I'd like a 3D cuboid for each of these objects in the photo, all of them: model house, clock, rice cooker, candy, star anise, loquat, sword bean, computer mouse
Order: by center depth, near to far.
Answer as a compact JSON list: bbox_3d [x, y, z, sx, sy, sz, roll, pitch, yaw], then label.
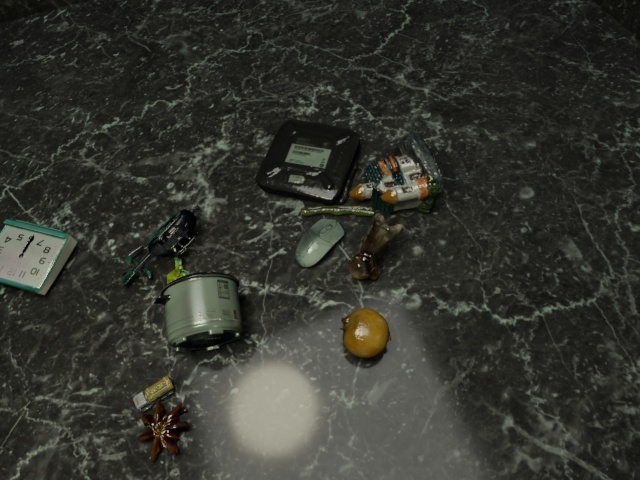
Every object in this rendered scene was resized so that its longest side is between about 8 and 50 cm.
[{"bbox_3d":[-0.458,0.549,1.212,0.167,0.057,0.168,-1,60,2],"label":"star anise"},{"bbox_3d":[0.134,0.281,1.277,0.163,0.137,0.163,0,78,0],"label":"loquat"},{"bbox_3d":[-0.362,0.209,1.293,0.280,0.241,0.227,4,60,-36],"label":"rice cooker"},{"bbox_3d":[-0.001,-0.002,1.480,0.113,0.068,0.229,33,68,18],"label":"computer mouse"},{"bbox_3d":[-0.501,0.067,1.482,0.073,0.077,0.262,-20,53,10],"label":"candy"},{"bbox_3d":[-1.034,0.063,1.493,0.262,0.116,0.231,12,68,11],"label":"clock"},{"bbox_3d":[0.249,-0.219,1.516,0.300,0.190,0.271,-15,63,-3],"label":"model house"},{"bbox_3d":[0.062,-0.109,1.554,0.269,0.038,0.043,0,52,4],"label":"sword bean"}]

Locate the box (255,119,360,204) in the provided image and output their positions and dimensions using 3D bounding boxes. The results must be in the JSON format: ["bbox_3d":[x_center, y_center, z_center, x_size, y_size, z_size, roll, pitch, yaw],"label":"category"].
[{"bbox_3d":[-0.039,-0.311,1.641,0.359,0.091,0.350,13,63,13],"label":"box"}]

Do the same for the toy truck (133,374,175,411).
[{"bbox_3d":[-0.498,0.459,1.260,0.123,0.063,0.052,-32,65,-13],"label":"toy truck"}]

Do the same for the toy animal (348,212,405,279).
[{"bbox_3d":[0.184,0.024,1.403,0.121,0.233,0.168,32,27,8],"label":"toy animal"}]

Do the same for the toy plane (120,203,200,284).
[{"bbox_3d":[-0.557,0.013,1.464,0.382,0.106,0.155,-50,35,-10],"label":"toy plane"}]
